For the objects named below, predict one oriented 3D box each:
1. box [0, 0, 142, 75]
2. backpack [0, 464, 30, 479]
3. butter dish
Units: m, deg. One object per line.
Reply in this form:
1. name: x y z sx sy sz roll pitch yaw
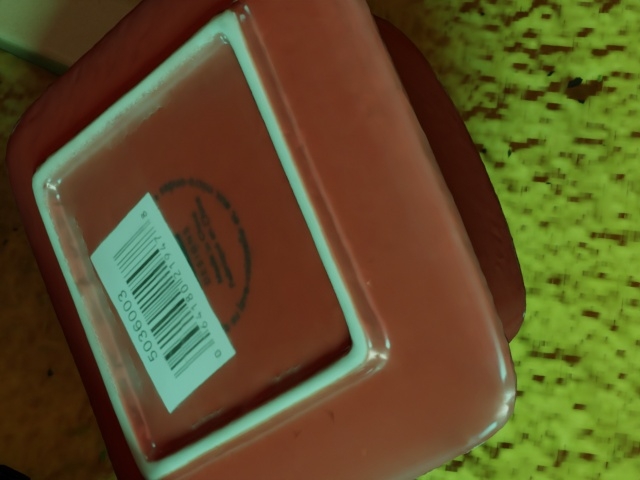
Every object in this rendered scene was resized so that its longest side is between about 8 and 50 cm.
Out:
1. box: -0.072 -0.137 0.553 0.201 0.021 0.164 25 78 13
2. backpack: -0.139 0.152 0.406 0.166 0.144 0.188 14 84 39
3. butter dish: 0.000 0.000 0.458 0.160 0.118 0.160 -33 75 38
